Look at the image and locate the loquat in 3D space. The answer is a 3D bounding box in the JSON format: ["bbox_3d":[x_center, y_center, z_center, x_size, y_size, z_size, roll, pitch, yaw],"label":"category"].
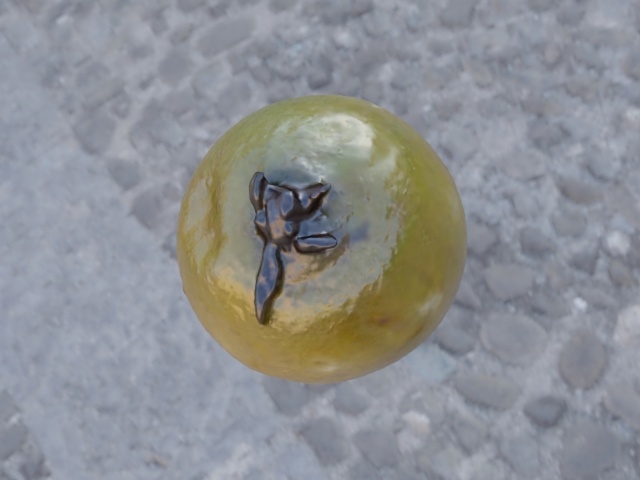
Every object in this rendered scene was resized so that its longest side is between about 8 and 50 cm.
[{"bbox_3d":[0.000,0.000,1.132,0.244,0.244,0.244,-12,50,14],"label":"loquat"}]
